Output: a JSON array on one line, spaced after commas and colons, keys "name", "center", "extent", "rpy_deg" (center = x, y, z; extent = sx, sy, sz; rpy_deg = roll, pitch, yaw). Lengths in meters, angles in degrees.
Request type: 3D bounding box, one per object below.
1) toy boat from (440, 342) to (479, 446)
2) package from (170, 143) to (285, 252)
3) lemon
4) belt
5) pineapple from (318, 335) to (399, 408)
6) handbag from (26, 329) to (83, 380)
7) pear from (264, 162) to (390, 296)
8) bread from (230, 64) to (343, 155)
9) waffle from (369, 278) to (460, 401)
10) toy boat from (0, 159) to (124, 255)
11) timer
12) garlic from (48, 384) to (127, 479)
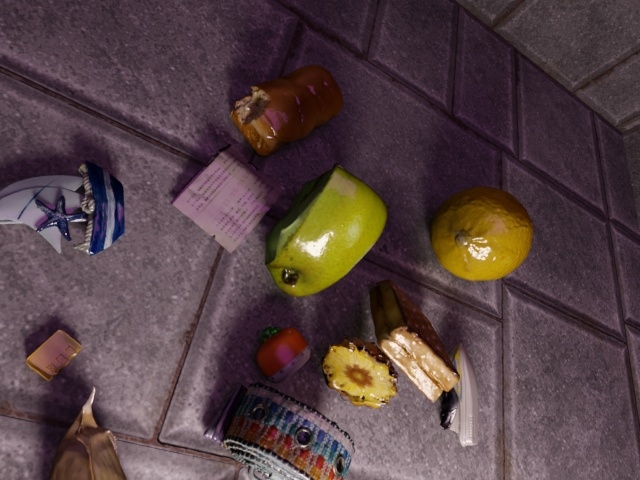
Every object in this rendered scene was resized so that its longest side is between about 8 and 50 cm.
[{"name": "toy boat", "center": [0.390, 0.440, 1.239], "extent": [0.141, 0.141, 0.269], "rpy_deg": [-1, 71, -32]}, {"name": "package", "center": [-0.232, -0.122, 1.128], "extent": [0.204, 0.062, 0.251], "rpy_deg": [40, 59, -10]}, {"name": "lemon", "center": [0.519, -0.023, 1.399], "extent": [0.336, 0.336, 0.336], "rpy_deg": [12, 65, -27]}, {"name": "belt", "center": [-0.077, 0.437, 0.899], "extent": [0.295, 0.207, 0.160], "rpy_deg": [38, 53, -11]}, {"name": "pineapple", "center": [0.101, 0.319, 1.065], "extent": [0.225, 0.225, 0.076], "rpy_deg": [50, 37, -4]}, {"name": "handbag", "center": [-0.514, 0.221, 0.832], "extent": [0.061, 0.027, 0.083], "rpy_deg": [44, 53, -7]}, {"name": "pear", "center": [0.000, 0.000, 1.081], "extent": [0.239, 0.342, 0.318], "rpy_deg": [33, 83, -12]}, {"name": "bread", "center": [-0.085, -0.394, 1.273], "extent": [0.195, 0.149, 0.344], "rpy_deg": [51, 54, -2]}, {"name": "waffle", "center": [0.232, 0.243, 1.136], "extent": [0.224, 0.098, 0.327], "rpy_deg": [47, 10, -10]}, {"name": "toy boat", "center": [-0.550, -0.049, 0.903], "extent": [0.292, 0.070, 0.210], "rpy_deg": [-29, 83, -33]}, {"name": "timer", "center": [-0.097, 0.262, 1.030], "extent": [0.136, 0.099, 0.136], "rpy_deg": [20, 48, -23]}, {"name": "garlic", "center": [-0.374, 0.437, 0.734], "extent": [0.151, 0.196, 0.338], "rpy_deg": [3, 60, -45]}]
